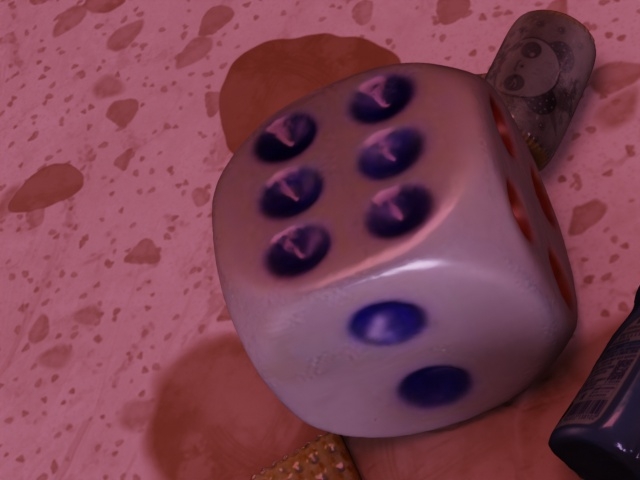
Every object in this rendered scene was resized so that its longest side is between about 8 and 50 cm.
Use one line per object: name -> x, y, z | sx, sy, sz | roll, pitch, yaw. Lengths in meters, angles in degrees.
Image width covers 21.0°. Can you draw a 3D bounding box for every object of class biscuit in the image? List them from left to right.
biscuit -> -0.056, 0.307, 1.858 | 0.231, 0.016, 0.139 | -32, 47, 5

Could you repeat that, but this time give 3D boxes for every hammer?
hammer -> 0.168, -0.175, 2.044 | 0.305, 0.113, 0.202 | 4, 56, 42

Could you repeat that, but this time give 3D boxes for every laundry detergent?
laundry detergent -> 0.340, 0.105, 1.714 | 0.094, 0.143, 0.290 | 36, 71, -3

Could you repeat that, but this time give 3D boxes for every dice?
dice -> 0.081, 0.015, 1.801 | 0.304, 0.304, 0.277 | -19, 49, 16
